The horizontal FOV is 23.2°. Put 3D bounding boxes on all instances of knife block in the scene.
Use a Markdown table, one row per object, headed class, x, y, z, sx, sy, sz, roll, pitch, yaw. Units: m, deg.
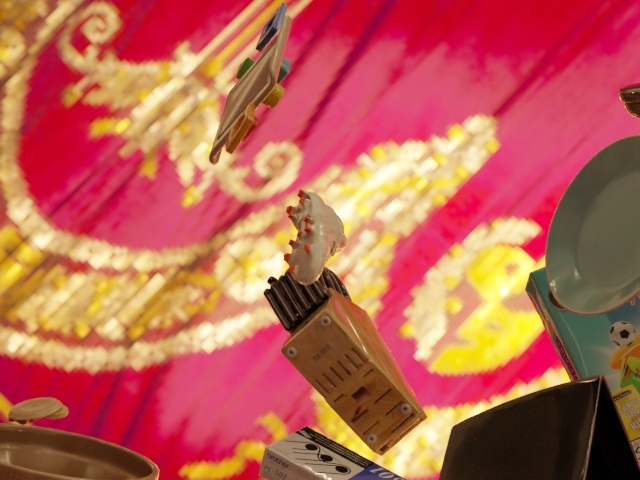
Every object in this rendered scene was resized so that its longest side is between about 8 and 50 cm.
| class | x | y | z | sx | sy | sz | roll | pitch | yaw |
| --- | --- | --- | --- | --- | --- | --- | --- | --- | --- |
| knife block | 0.034 | 0.144 | 2.184 | 0.276 | 0.088 | 0.242 | 47 | 14 | -3 |

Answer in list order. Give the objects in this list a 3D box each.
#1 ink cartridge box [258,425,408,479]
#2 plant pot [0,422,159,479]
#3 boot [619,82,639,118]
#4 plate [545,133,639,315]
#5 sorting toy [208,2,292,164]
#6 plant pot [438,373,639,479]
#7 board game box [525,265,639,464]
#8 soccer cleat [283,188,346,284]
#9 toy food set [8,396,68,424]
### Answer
| class | x | y | z | sx | sy | sz | roll | pitch | yaw |
| --- | --- | --- | --- | --- | --- | --- | --- | --- | --- |
| ink cartridge box | 0.034 | 0.310 | 1.980 | 0.207 | 0.046 | 0.097 | 25 | 24 | 26 |
| plant pot | -0.311 | 0.293 | 1.792 | 0.237 | 0.110 | 0.237 | 12 | 4 | -1 |
| boot | 0.481 | -0.148 | 1.889 | 0.112 | 0.305 | 0.115 | 12 | -77 | 52 |
| plate | 0.289 | -0.013 | 1.508 | 0.024 | 0.188 | 0.188 | 24 | -3 | -27 |
| sorting toy | -0.094 | -0.219 | 2.341 | 0.047 | 0.348 | 0.196 | 30 | -55 | -14 |
| plant pot | 0.215 | 0.267 | 1.557 | 0.167 | 0.188 | 0.187 | -7 | -48 | 25 |
| board game box | 0.477 | 0.156 | 2.213 | 0.079 | 0.253 | 0.336 | 84 | -17 | -68 |
| soccer cleat | 0.000 | 0.000 | 1.922 | 0.076 | 0.068 | 0.196 | 31 | 23 | -16 |
| toy food set | -0.419 | 0.251 | 2.296 | 0.082 | 0.083 | 0.020 | 13 | -65 | 56 |
